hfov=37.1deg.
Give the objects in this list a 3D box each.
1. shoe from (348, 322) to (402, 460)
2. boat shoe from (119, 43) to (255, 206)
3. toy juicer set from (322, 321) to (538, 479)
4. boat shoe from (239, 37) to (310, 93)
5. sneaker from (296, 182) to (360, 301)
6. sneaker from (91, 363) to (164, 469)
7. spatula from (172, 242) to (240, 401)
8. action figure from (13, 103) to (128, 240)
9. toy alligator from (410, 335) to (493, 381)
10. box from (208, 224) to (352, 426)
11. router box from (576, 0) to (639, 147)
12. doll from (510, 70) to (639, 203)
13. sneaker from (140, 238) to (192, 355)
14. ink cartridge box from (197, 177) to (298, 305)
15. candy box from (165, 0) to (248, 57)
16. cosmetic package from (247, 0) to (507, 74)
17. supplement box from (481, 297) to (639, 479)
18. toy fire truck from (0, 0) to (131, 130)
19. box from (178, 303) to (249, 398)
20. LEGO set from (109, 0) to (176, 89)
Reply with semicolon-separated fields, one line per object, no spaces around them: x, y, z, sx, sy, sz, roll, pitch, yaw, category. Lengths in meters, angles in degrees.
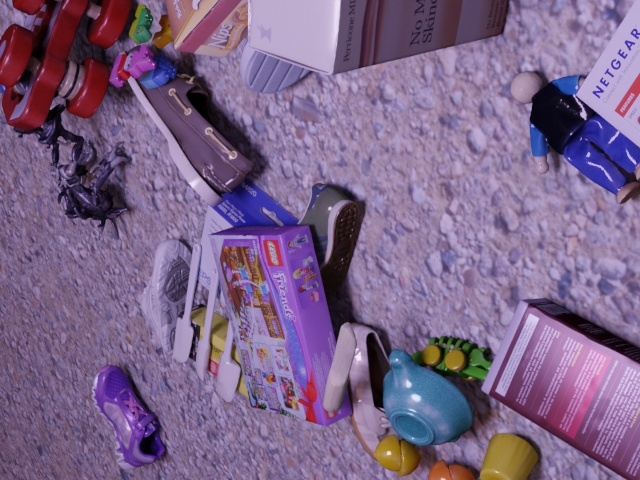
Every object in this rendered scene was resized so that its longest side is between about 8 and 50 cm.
0.082;0.229;1.414;0.058;0.076;0.219;-8;100;52;shoe
-0.214;-0.201;1.510;0.096;0.116;0.324;-37;63;6;boat shoe
0.126;0.241;1.330;0.329;0.089;0.209;40;142;-3;toy juicer set
-0.025;-0.324;1.275;0.302;0.109;0.094;-51;45;41;boat shoe
0.000;0.000;1.411;0.086;0.064;0.192;44;134;34;sneaker
-0.384;0.361;1.951;0.104;0.095;0.236;-6;108;40;sneaker
-0.185;0.139;1.615;0.168;0.019;0.242;35;123;38;spatula
-0.430;-0.132;1.741;0.164;0.141;0.276;6;138;36;action figure
0.201;0.160;1.286;0.189;0.056;0.051;7;69;37;toy alligator
-0.063;0.123;1.443;0.201;0.057;0.293;1;107;53;box
0.442;-0.178;0.855;0.301;0.082;0.335;46;134;22;router box
0.283;-0.122;1.071;0.189;0.046;0.129;47;134;20;doll
-0.288;0.094;1.728;0.115;0.090;0.232;29;126;38;sneaker
-0.108;0.033;1.544;0.223;0.045;0.224;39;131;28;ink cartridge box
-0.147;-0.430;1.275;0.183;0.087;0.317;-34;64;48;candy box
0.073;-0.285;1.025;0.129;0.296;0.153;27;126;37;cosmetic package
0.324;0.177;1.119;0.239;0.073;0.130;31;107;34;supplement box
-0.462;-0.327;1.606;0.254;0.169;0.302;2;74;58;toy fire truck
-0.155;0.198;1.656;0.232;0.058;0.087;27;123;35;box
-0.232;-0.319;1.461;0.093;0.087;0.227;-7;58;30;LEGO set
